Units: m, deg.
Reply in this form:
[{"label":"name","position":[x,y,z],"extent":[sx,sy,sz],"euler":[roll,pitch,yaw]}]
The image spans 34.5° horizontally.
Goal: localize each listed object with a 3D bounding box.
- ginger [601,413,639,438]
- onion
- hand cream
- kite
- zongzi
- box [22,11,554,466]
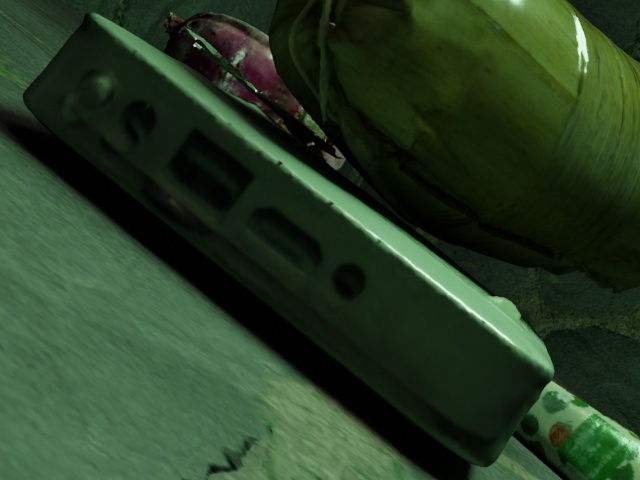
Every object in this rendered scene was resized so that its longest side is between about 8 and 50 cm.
[{"label":"ginger","position":[0.318,0.233,1.172],"extent":[0.213,0.074,0.137],"euler":[39,-7,-35]},{"label":"onion","position":[-0.130,-0.172,1.326],"extent":[0.349,0.159,0.267],"euler":[32,-12,43]},{"label":"hand cream","position":[0.243,0.188,1.028],"extent":[0.276,0.095,0.059],"euler":[36,-23,37]},{"label":"kite","position":[-0.055,-0.130,0.923],"extent":[0.229,0.012,0.250],"euler":[39,0,33]},{"label":"zongzi","position":[0.026,-0.134,0.906],"extent":[0.500,0.218,0.467],"euler":[26,-12,-38]},{"label":"box","position":[-0.001,0.000,0.810],"extent":[0.396,0.111,0.396],"euler":[38,5,10]}]
